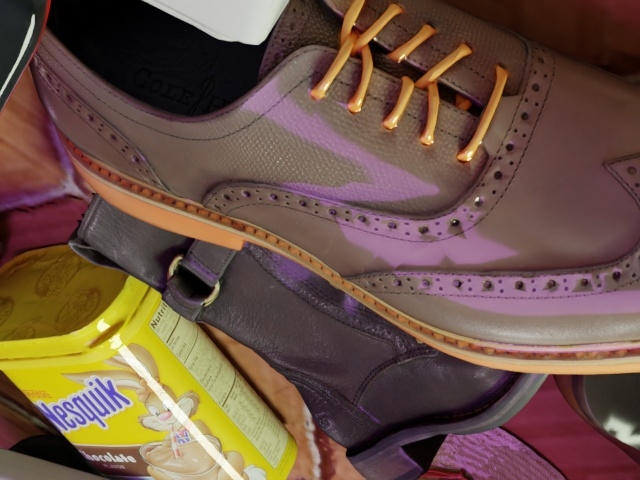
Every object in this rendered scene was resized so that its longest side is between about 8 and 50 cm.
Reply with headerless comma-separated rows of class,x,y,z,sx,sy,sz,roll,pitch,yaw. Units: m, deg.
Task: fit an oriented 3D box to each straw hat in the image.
straw hat,0.071,0.158,1.102,0.144,0.061,0.144,18,144,14

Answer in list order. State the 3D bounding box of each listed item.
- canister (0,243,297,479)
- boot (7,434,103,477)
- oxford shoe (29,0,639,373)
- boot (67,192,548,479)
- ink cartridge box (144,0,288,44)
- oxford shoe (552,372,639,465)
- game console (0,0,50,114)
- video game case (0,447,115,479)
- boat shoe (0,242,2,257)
canister,-0.105,0.084,1.120,0.126,0.073,0.170,-7,133,40
boot,-0.067,0.266,1.293,0.338,0.118,0.222,19,139,7
oxford shoe,0.034,-0.040,0.797,0.364,0.130,0.133,13,159,20
boot,0.000,0.000,0.937,0.229,0.091,0.263,41,137,-3
ink cartridge box,-0.062,-0.228,0.654,0.211,0.121,0.289,28,147,2
oxford shoe,0.198,0.101,0.958,0.212,0.076,0.076,38,174,-17
game console,-0.348,-0.052,0.789,0.386,0.060,0.342,23,122,-20
video game case,-0.154,0.245,1.246,0.204,0.025,0.285,11,133,29
boat shoe,-0.255,0.041,1.175,0.081,0.079,0.227,39,141,3
